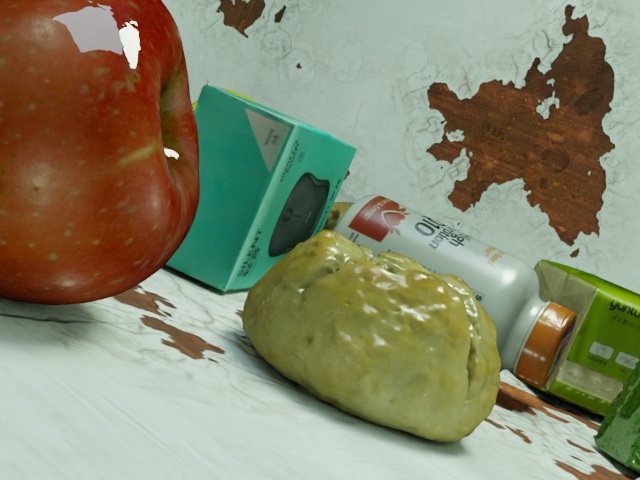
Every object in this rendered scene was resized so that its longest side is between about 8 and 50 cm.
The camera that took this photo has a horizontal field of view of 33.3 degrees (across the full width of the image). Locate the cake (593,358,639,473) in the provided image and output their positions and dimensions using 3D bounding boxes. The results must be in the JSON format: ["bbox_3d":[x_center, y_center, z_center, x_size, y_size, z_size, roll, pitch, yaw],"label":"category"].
[{"bbox_3d":[0.375,0.141,1.149,0.099,0.235,0.100,12,2,-11],"label":"cake"}]

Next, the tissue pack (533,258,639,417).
[{"bbox_3d":[0.415,0.156,1.435,0.275,0.167,0.200,21,7,-13],"label":"tissue pack"}]

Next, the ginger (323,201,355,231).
[{"bbox_3d":[0.113,0.043,1.456,0.294,0.086,0.131,40,-8,-11],"label":"ginger"}]

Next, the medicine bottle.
[{"bbox_3d":[0.150,0.067,1.262,0.289,0.157,0.157,26,6,20],"label":"medicine bottle"}]

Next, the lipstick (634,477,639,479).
[{"bbox_3d":[0.305,0.242,0.894,0.040,0.040,0.141,21,6,-18],"label":"lipstick"}]

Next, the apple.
[{"bbox_3d":[-0.205,-0.082,0.793,0.217,0.260,0.260,0,5,4],"label":"apple"}]

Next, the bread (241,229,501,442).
[{"bbox_3d":[0.055,0.076,0.958,0.244,0.134,0.244,20,8,-3],"label":"bread"}]

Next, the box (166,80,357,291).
[{"bbox_3d":[-0.074,-0.055,1.269,0.118,0.205,0.311,23,5,14],"label":"box"}]

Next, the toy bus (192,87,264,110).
[{"bbox_3d":[-0.150,-0.117,1.485,0.144,0.152,0.330,26,21,3],"label":"toy bus"}]
